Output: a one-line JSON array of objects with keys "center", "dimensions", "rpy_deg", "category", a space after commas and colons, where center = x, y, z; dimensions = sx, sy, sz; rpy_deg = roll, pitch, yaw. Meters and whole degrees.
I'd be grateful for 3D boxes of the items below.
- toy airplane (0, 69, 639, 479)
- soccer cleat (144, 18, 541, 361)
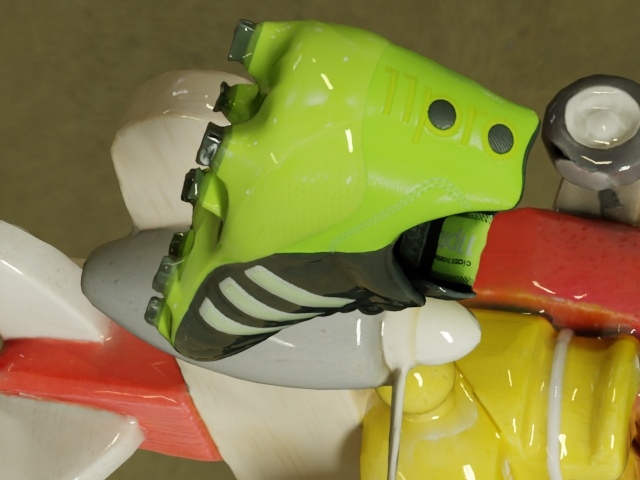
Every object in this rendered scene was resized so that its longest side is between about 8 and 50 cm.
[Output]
[{"center": [0.006, 0.095, 0.756], "dimensions": [0.386, 0.272, 0.384], "rpy_deg": [18, 138, -31], "category": "toy airplane"}, {"center": [0.000, 0.000, 0.390], "dimensions": [0.072, 0.179, 0.060], "rpy_deg": [17, 73, -6], "category": "soccer cleat"}]
